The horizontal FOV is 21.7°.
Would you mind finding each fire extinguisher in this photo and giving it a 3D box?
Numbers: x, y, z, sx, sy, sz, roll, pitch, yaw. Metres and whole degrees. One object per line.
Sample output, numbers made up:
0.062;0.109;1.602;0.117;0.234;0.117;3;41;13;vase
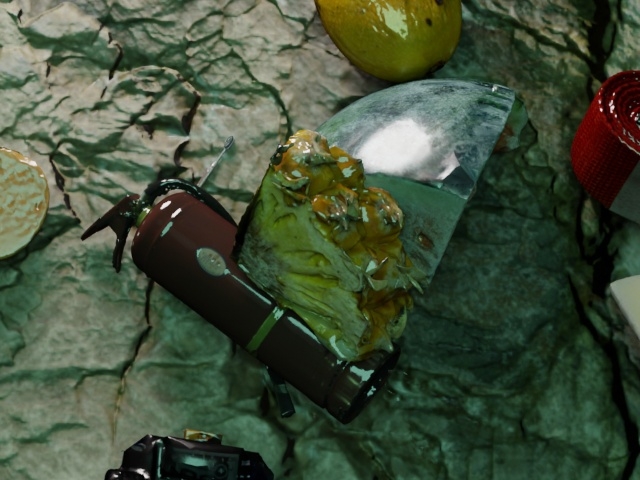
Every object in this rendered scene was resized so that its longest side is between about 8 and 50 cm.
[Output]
-0.088;0.057;1.675;0.341;0.105;0.141;35;100;14;fire extinguisher

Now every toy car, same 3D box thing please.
-0.131;0.333;1.599;0.193;0.118;0.301;9;76;-8;toy car

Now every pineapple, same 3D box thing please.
0.000;0.000;1.575;0.114;0.186;0.236;-47;119;-41;pineapple

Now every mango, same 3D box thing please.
0.059;-0.283;1.744;0.157;0.109;0.262;-21;71;-14;mango

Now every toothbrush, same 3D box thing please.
-0.118;-0.071;1.750;0.006;0.008;0.097;30;78;20;toothbrush

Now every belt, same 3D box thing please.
0.357;-0.078;1.706;0.201;0.124;0.128;26;55;3;belt

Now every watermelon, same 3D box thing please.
0.109;-0.047;1.658;0.320;0.289;0.213;-18;105;-18;watermelon

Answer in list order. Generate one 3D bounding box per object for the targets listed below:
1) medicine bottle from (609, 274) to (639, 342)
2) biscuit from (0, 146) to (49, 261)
0.507;0.062;1.615;0.406;0.236;0.235;-11;77;-4;medicine bottle
-0.432;0.016;1.704;0.340;0.047;0.216;-32;82;-11;biscuit
